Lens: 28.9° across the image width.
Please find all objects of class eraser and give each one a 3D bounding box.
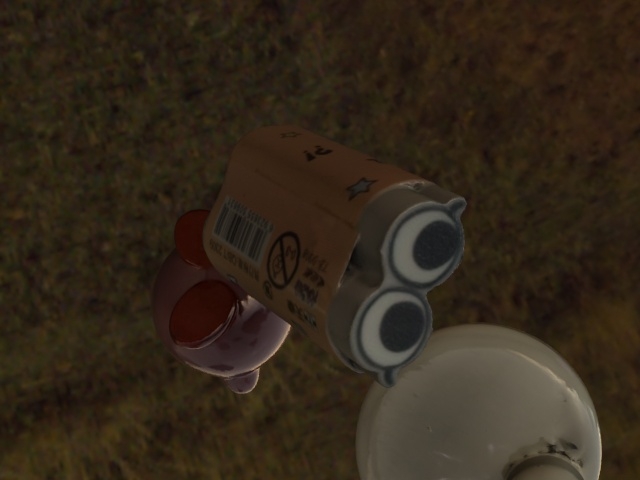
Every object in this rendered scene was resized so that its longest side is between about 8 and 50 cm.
[{"bbox_3d":[0.000,0.000,1.110,0.087,0.290,0.171,16,97,-33],"label":"eraser"}]

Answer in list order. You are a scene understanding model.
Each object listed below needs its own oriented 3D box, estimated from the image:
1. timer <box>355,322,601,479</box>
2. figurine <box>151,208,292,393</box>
[{"bbox_3d":[0.148,0.192,1.155,0.233,0.233,0.240,-24,174,8],"label":"timer"},{"bbox_3d":[-0.106,0.070,1.388,0.173,0.173,0.173,-18,158,-8],"label":"figurine"}]
